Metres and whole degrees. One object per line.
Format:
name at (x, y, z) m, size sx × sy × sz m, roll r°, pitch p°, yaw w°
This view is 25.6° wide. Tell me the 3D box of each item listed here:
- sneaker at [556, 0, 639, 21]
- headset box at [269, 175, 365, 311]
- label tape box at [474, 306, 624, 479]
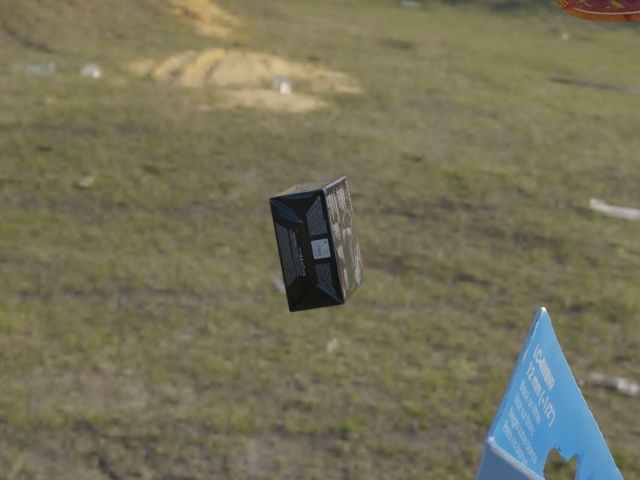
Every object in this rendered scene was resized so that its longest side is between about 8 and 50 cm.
sneaker at (0.242, -0.174, 0.966) m, size 0.175 × 0.064 × 0.067 m, roll -11°, pitch -22°, yaw -11°
headset box at (0.000, 0.000, 0.766) m, size 0.032 × 0.062 × 0.083 m, roll -9°, pitch 7°, yaw 10°
label tape box at (0.124, 0.243, 0.641) m, size 0.115 × 0.347 × 0.249 m, roll 10°, pitch -27°, yaw 27°
